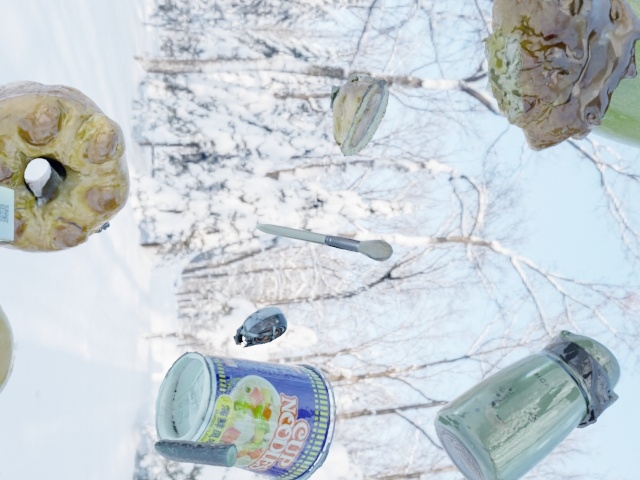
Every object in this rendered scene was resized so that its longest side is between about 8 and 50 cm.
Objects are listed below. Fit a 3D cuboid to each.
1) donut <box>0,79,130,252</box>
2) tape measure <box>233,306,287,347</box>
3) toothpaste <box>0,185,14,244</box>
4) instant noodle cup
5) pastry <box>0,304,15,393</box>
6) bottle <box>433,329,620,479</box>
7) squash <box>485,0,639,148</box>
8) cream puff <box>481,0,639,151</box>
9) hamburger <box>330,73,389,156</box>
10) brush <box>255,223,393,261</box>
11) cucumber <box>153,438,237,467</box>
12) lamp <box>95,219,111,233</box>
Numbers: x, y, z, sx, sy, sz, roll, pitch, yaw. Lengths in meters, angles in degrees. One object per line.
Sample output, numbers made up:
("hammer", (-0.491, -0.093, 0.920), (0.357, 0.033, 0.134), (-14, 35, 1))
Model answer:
("donut", (-0.491, -0.125, 0.998), (0.299, 0.317, 0.150), (31, 19, -53))
("tape measure", (-0.108, 0.167, 1.088), (0.094, 0.091, 0.054), (-45, -122, 32))
("toothpaste", (-0.621, -0.034, 0.849), (0.071, 0.313, 0.089), (27, 61, -82))
("instant noodle cup", (-0.170, 0.365, 1.216), (0.284, 0.312, 0.284), (-25, -128, 37))
("pastry", (-0.610, 0.166, 0.892), (0.265, 0.133, 0.264), (47, 35, -48))
("bottle", (0.384, 0.294, 1.024), (0.168, 0.347, 0.168), (54, -17, 25))
("squash", (0.536, -0.328, 1.046), (0.263, 0.385, 0.263), (23, 90, -87))
("cream puff", (0.355, -0.278, 0.856), (0.241, 0.269, 0.155), (-52, -152, 2))
("hamburger", (0.069, -0.258, 1.092), (0.102, 0.087, 0.176), (56, -35, 31))
("brush", (0.000, 0.000, 1.126), (0.039, 0.299, 0.042), (-22, 119, -66))
("cucumber", (-0.182, 0.298, 0.802), (0.032, 0.133, 0.032), (-3, 90, -69))
("lamp", (-0.644, -0.112, 1.542), (0.223, 0.223, 0.196), (-123, -167, -62))
